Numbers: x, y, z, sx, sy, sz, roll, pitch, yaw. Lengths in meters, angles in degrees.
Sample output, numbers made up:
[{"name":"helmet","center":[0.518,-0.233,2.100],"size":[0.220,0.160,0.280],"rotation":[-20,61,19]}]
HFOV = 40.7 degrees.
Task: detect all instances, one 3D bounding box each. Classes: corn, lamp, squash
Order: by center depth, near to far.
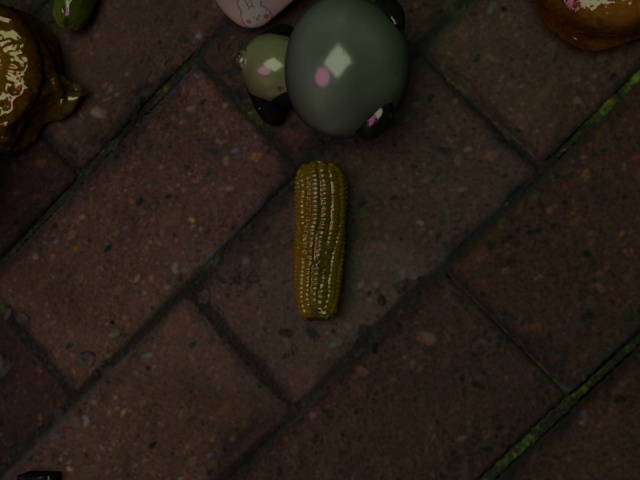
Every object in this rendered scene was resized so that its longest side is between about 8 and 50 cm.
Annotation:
[{"name":"lamp","center":[0.008,-0.240,1.204],"size":[0.243,0.197,0.198],"rotation":[6,87,36]},{"name":"corn","center":[0.000,0.000,1.229],"size":[0.080,0.080,0.231],"rotation":[0,85,12]},{"name":"squash","center":[-0.369,-0.443,1.348],"size":[0.069,0.069,0.239],"rotation":[13,89,13]}]

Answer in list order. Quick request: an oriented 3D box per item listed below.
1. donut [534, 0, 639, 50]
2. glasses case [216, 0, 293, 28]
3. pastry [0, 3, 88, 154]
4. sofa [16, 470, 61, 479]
[{"name":"donut","center":[0.387,-0.374,1.155],"size":[0.226,0.114,0.227],"rotation":[-1,84,11]},{"name":"glasses case","center":[-0.032,-0.426,1.241],"size":[0.296,0.075,0.113],"rotation":[-36,105,20]},{"name":"pastry","center":[-0.525,-0.253,1.335],"size":[0.240,0.132,0.235],"rotation":[-36,78,8]},{"name":"sofa","center":[-0.429,0.413,1.312],"size":[0.060,0.039,0.118],"rotation":[-2,85,11]}]
